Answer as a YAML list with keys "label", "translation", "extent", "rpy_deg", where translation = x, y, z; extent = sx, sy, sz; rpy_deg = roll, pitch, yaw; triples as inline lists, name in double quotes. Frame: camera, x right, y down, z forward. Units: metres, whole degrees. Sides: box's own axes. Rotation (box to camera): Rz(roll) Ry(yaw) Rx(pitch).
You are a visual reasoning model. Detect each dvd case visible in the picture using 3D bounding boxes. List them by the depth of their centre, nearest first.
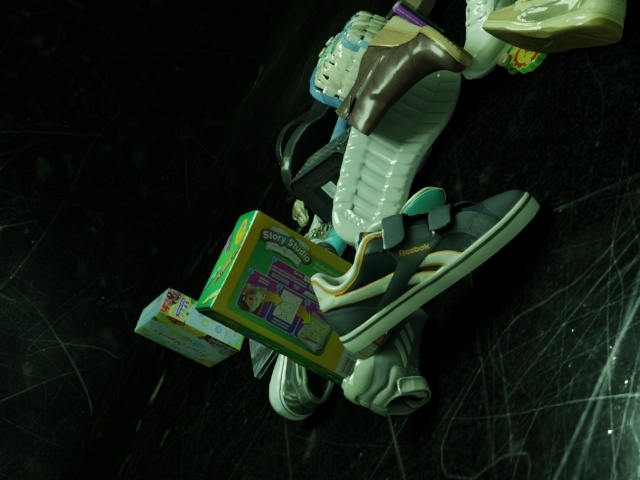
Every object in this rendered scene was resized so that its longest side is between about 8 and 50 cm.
- label: "dvd case"
  translation: [-0.080, 0.159, 1.826]
  extent: [0.221, 0.018, 0.164]
  rpy_deg: [-56, 18, 12]

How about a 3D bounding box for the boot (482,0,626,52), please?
- label: "boot"
  translation: [0.353, -0.384, 1.281]
  extent: [0.262, 0.095, 0.203]
  rpy_deg: [17, 90, 63]

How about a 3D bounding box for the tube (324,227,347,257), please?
- label: "tube"
  translation: [0.027, 0.012, 1.727]
  extent: [0.080, 0.052, 0.207]
  rpy_deg: [-14, 40, 56]

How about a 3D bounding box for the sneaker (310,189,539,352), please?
- label: "sneaker"
  translation: [0.128, 0.011, 1.173]
  extent: [0.321, 0.127, 0.126]
  rpy_deg: [-37, 0, 10]

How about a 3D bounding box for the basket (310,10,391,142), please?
- label: "basket"
  translation: [0.080, -0.310, 1.827]
  extent: [0.254, 0.201, 0.288]
  rpy_deg: [-67, -6, -60]

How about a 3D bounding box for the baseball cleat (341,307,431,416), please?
- label: "baseball cleat"
  translation: [0.114, 0.171, 1.201]
  extent: [0.206, 0.109, 0.072]
  rpy_deg: [-41, -28, -43]

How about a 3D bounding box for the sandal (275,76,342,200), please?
- label: "sandal"
  translation: [-0.016, -0.220, 1.961]
  extent: [0.107, 0.167, 0.445]
  rpy_deg: [-8, 31, 24]

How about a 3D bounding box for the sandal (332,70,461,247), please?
- label: "sandal"
  translation: [0.129, -0.161, 1.602]
  extent: [0.416, 0.169, 0.102]
  rpy_deg: [-62, -23, -21]

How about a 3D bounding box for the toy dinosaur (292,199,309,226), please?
- label: "toy dinosaur"
  translation: [-0.008, -0.160, 2.070]
  extent: [0.118, 0.064, 0.268]
  rpy_deg: [-47, 17, 53]

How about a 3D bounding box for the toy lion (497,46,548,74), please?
- label: "toy lion"
  translation: [0.335, -0.309, 1.414]
  extent: [0.096, 0.034, 0.100]
  rpy_deg: [-4, 58, 61]

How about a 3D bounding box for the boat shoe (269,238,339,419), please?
- label: "boat shoe"
  translation: [0.003, 0.140, 1.505]
  extent: [0.119, 0.121, 0.335]
  rpy_deg: [-28, 46, 46]

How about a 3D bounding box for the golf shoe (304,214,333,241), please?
- label: "golf shoe"
  translation: [0.000, 0.000, 1.815]
  extent: [0.086, 0.069, 0.176]
  rpy_deg: [112, -179, -58]

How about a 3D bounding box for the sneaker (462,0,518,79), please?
- label: "sneaker"
  translation: [0.282, -0.416, 1.522]
  extent: [0.114, 0.152, 0.305]
  rpy_deg: [-18, 46, 62]

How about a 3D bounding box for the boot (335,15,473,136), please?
- label: "boot"
  translation: [0.137, -0.263, 1.503]
  extent: [0.206, 0.090, 0.248]
  rpy_deg: [-59, 35, 9]

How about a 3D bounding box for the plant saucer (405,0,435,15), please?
- label: "plant saucer"
  translation: [0.183, -0.486, 2.039]
  extent: [0.278, 0.041, 0.278]
  rpy_deg: [-52, 12, 16]

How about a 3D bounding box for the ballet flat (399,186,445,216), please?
- label: "ballet flat"
  translation: [0.143, -0.023, 1.444]
  extent: [0.168, 0.057, 0.052]
  rpy_deg: [-55, 8, 13]

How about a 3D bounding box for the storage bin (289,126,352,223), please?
- label: "storage bin"
  translation: [0.041, -0.124, 1.723]
  extent: [0.180, 0.122, 0.084]
  rpy_deg: [-32, 20, 47]

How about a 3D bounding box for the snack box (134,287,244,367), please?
- label: "snack box"
  translation: [-0.299, 0.205, 2.038]
  extent: [0.174, 0.207, 0.070]
  rpy_deg: [-34, 31, 53]

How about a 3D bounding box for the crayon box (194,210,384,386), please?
- label: "crayon box"
  translation: [-0.028, 0.094, 1.355]
  extent: [0.081, 0.279, 0.165]
  rpy_deg: [-16, 47, 64]

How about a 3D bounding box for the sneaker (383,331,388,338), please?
- label: "sneaker"
  translation: [0.126, 0.107, 1.311]
  extent: [0.119, 0.047, 0.057]
  rpy_deg: [-59, 23, 29]

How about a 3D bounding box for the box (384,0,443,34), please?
- label: "box"
  translation: [0.169, -0.422, 1.898]
  extent: [0.162, 0.116, 0.029]
  rpy_deg: [-49, 19, 30]
